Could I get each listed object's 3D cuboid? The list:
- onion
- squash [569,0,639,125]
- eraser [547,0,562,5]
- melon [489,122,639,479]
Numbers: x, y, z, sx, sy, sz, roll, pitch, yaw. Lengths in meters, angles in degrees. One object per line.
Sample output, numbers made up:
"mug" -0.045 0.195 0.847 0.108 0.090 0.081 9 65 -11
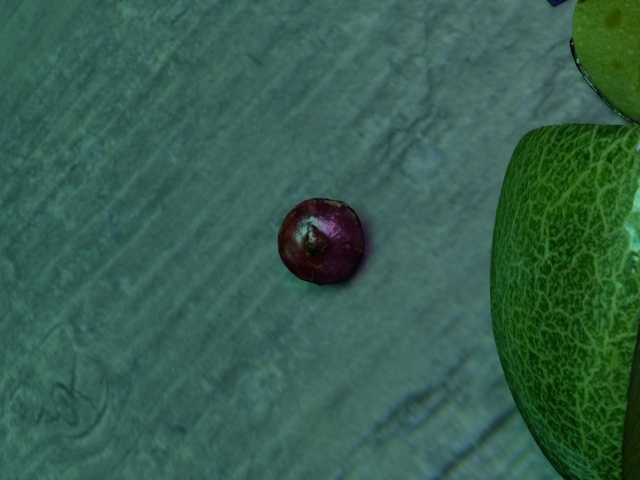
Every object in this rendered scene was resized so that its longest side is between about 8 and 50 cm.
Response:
"onion" 0.000 0.000 1.288 0.107 0.097 0.107 -1 88 17
"squash" 0.339 -0.231 1.110 0.184 0.085 0.192 44 100 27
"eraser" 0.287 -0.312 1.216 0.084 0.027 0.063 -24 64 28
"melon" 0.262 0.079 0.994 0.331 0.226 0.344 -174 95 -73
